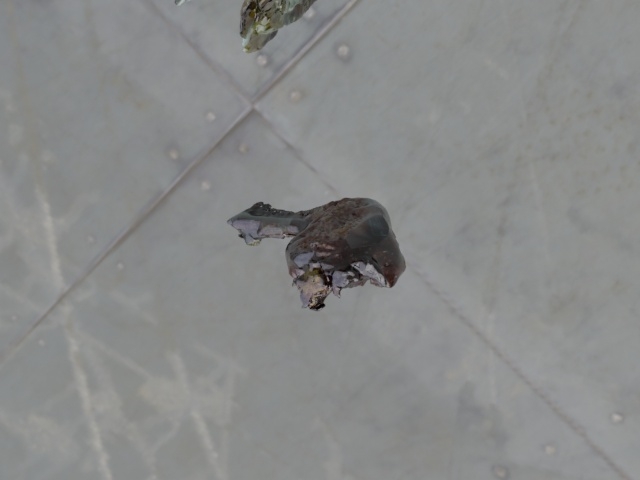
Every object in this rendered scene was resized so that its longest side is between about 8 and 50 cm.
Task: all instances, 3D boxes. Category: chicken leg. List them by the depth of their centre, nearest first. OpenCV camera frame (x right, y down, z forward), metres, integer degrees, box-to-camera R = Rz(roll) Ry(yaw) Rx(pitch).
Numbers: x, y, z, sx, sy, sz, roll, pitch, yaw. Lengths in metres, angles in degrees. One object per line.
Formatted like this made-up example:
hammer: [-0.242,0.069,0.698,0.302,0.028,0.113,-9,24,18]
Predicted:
chicken leg: [0.000,0.000,0.848,0.253,0.106,0.051,-154,50,-69]

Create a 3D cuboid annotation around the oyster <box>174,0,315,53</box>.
oyster: [0.007,-0.205,0.531,0.158,0.162,0.351,21,161,-3]
